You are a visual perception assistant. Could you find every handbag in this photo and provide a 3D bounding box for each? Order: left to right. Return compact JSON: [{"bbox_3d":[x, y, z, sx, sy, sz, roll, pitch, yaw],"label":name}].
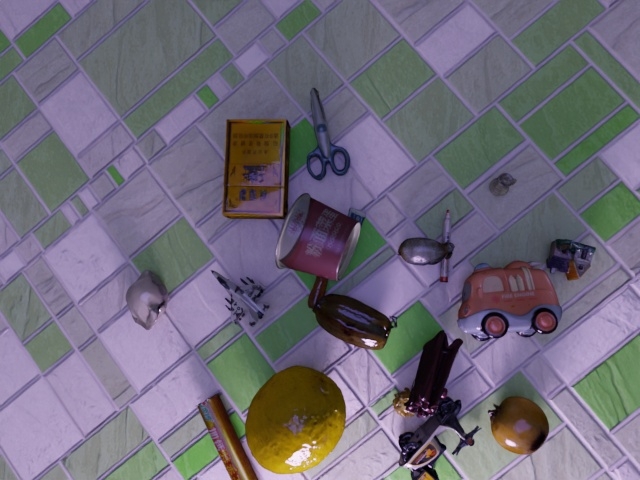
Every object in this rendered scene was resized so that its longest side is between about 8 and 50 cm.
[{"bbox_3d":[0.302,0.366,1.211,0.074,0.203,0.216,22,62,9],"label":"handbag"}]

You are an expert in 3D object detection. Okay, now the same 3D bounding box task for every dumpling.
[{"bbox_3d":[-0.554,0.190,1.412,0.150,0.092,0.176,-32,88,17],"label":"dumpling"}]

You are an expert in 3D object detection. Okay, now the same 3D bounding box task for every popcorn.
[{"bbox_3d":[0.249,0.471,1.307,0.083,0.057,0.082,37,97,5],"label":"popcorn"}]

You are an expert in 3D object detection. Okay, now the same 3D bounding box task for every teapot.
[{"bbox_3d":[0.533,-0.166,1.307,0.067,0.083,0.057,-8,80,8],"label":"teapot"}]

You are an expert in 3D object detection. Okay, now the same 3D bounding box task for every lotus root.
[{"bbox_3d":[0.095,0.236,1.311,0.241,0.123,0.124,24,61,10],"label":"lotus root"},{"bbox_3d":[0.307,0.033,1.316,0.165,0.088,0.088,2,86,13],"label":"lotus root"}]

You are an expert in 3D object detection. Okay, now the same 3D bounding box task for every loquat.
[{"bbox_3d":[0.542,0.505,1.230,0.163,0.137,0.163,4,103,16],"label":"loquat"}]

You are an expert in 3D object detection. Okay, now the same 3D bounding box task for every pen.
[{"bbox_3d":[0.375,0.016,1.341,0.026,0.026,0.218,4,86,7],"label":"pen"}]

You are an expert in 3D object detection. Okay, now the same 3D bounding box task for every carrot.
[{"bbox_3d":[0.006,0.119,1.372,0.047,0.047,0.191,17,83,8],"label":"carrot"}]

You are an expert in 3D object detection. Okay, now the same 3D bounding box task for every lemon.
[{"bbox_3d":[-0.072,0.496,1.242,0.268,0.268,0.322,45,114,8],"label":"lemon"}]

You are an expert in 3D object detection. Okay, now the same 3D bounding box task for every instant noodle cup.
[{"bbox_3d":[0.000,0.000,1.274,0.178,0.235,0.235,20,88,14],"label":"instant noodle cup"}]

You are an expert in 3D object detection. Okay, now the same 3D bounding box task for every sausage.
[{"bbox_3d":[-0.263,0.644,1.348,0.082,0.082,0.372,-28,84,4],"label":"sausage"}]

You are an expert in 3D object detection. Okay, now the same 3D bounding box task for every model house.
[{"bbox_3d":[0.700,0.056,1.268,0.100,0.088,0.100,17,87,11],"label":"model house"}]

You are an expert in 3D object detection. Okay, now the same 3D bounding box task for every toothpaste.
[{"bbox_3d":[0.084,-0.001,1.374,0.057,0.035,0.197,20,87,-8],"label":"toothpaste"}]

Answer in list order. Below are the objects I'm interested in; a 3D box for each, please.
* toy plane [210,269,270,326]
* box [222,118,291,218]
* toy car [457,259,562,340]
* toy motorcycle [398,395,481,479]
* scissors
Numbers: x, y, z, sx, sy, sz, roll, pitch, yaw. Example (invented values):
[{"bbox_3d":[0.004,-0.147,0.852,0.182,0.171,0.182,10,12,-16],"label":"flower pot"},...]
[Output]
[{"bbox_3d":[-0.247,0.169,1.386,0.234,0.082,0.160,43,102,22],"label":"toy plane"},{"bbox_3d":[-0.196,-0.219,1.397,0.192,0.084,0.302,2,86,7],"label":"box"},{"bbox_3d":[0.510,0.163,1.246,0.270,0.180,0.213,-7,75,6],"label":"toy car"},{"bbox_3d":[0.330,0.567,1.277,0.157,0.091,0.263,41,93,0],"label":"toy motorcycle"},{"bbox_3d":[0.006,-0.335,1.403,0.138,0.041,0.289,-12,88,5],"label":"scissors"}]
